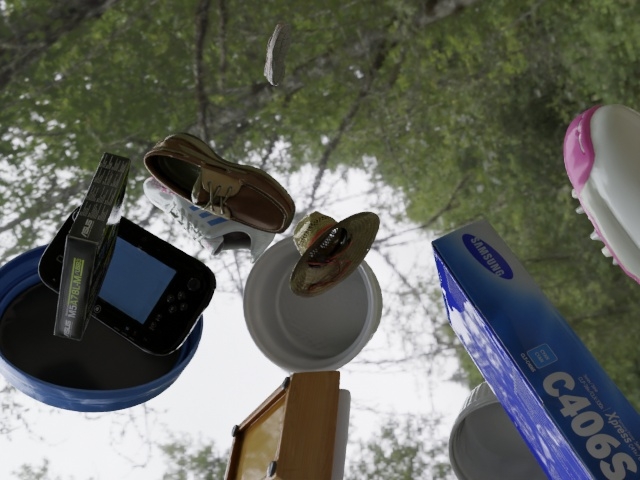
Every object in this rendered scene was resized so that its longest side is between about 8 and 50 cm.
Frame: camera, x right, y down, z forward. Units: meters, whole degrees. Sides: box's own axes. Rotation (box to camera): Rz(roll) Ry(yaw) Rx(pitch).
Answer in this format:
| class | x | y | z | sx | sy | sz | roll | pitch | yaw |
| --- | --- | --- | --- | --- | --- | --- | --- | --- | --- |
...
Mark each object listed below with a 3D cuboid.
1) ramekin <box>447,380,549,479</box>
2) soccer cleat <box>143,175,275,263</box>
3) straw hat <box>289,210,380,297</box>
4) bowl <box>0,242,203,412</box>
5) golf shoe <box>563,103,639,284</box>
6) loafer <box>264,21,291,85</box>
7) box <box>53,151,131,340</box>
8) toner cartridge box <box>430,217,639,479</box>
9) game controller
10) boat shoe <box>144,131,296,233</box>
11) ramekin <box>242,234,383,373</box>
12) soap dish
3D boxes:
| class | x | y | z | sx | sy | sz | roll | pitch | yaw |
| --- | --- | --- | --- | --- | --- | --- | --- | --- | --- |
| ramekin | 0.313 | 0.317 | 1.239 | 0.207 | 0.207 | 0.109 | 67 | -159 | -13 |
| soccer cleat | -0.262 | -0.049 | 1.713 | 0.116 | 0.331 | 0.143 | 87 | -158 | -62 |
| straw hat | 0.000 | 0.000 | 0.922 | 0.061 | 0.144 | 0.144 | 49 | -157 | 26 |
| bowl | -0.413 | 0.150 | 1.409 | 0.391 | 0.391 | 0.077 | -47 | -18 | -53 |
| golf shoe | 0.286 | 0.008 | 0.457 | 0.306 | 0.140 | 0.115 | 38 | -130 | -6 |
| loafer | -0.085 | -0.349 | 1.427 | 0.045 | 0.039 | 0.125 | -28 | -35 | -37 |
| box | -0.309 | 0.007 | 1.045 | 0.045 | 0.184 | 0.191 | 13 | -140 | -8 |
| toner cartridge box | 0.236 | 0.149 | 0.826 | 0.165 | 0.075 | 0.348 | 71 | 174 | -47 |
| game controller | -0.322 | 0.059 | 1.266 | 0.166 | 0.319 | 0.067 | -55 | -25 | -18 |
| boat shoe | -0.207 | -0.098 | 1.508 | 0.120 | 0.323 | 0.123 | -36 | -31 | -56 |
| ramekin | -0.005 | 0.127 | 1.556 | 0.135 | 0.277 | 0.277 | 13 | -114 | -72 |
| soap dish | -0.068 | 0.370 | 1.303 | 0.118 | 0.291 | 0.229 | 24 | -134 | -17 |
